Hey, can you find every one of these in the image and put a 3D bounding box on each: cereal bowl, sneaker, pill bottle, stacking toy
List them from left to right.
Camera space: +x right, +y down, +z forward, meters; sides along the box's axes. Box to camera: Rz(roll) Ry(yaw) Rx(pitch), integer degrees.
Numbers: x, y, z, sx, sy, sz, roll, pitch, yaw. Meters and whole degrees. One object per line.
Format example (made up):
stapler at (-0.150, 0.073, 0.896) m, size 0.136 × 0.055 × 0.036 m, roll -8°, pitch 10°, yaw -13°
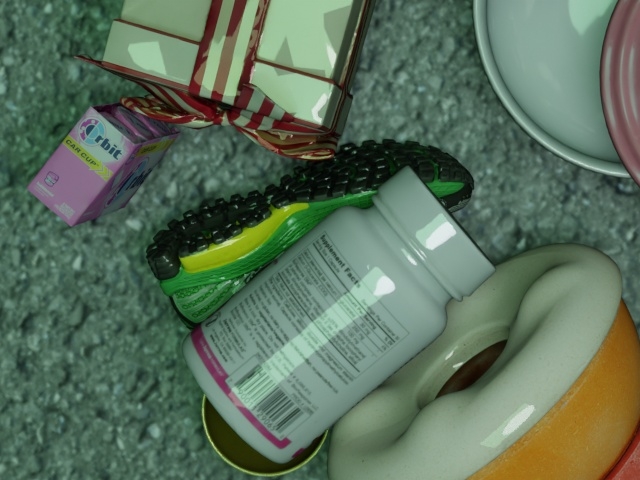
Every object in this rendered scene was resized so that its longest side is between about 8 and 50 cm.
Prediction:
sneaker at (0.000, 0.000, 1.695) m, size 0.343 × 0.134 × 0.146 m, roll -22°, pitch 114°, yaw 2°
pill bottle at (0.020, 0.069, 1.564) m, size 0.283 × 0.160 × 0.160 m, roll -40°, pitch 88°, yaw 5°
stacking toy at (0.272, 0.272, 1.602) m, size 0.350 × 0.350 × 0.480 m, roll -41°, pitch 102°, yaw 5°
cereal bowl at (0.319, -0.230, 1.635) m, size 0.338 × 0.141 × 0.339 m, roll 0°, pitch 92°, yaw 6°

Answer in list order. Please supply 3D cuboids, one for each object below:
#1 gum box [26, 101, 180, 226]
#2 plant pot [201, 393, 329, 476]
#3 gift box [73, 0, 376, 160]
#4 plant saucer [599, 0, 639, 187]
gum box at (-0.217, -0.083, 1.670) m, size 0.062 × 0.188 × 0.107 m, roll 40°, pitch 102°, yaw 3°
plant pot at (-0.050, 0.174, 1.702) m, size 0.134 × 0.095 × 0.134 m, roll 0°, pitch 91°, yaw 6°
gift box at (-0.079, -0.229, 1.613) m, size 0.255 × 0.276 × 0.258 m, roll 16°, pitch 94°, yaw 10°
plant saucer at (0.431, -0.156, 1.516) m, size 0.332 × 0.084 × 0.332 m, roll 0°, pitch 91°, yaw 4°
